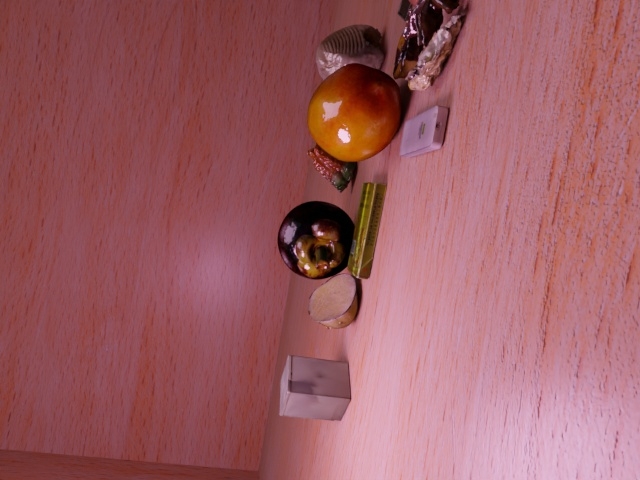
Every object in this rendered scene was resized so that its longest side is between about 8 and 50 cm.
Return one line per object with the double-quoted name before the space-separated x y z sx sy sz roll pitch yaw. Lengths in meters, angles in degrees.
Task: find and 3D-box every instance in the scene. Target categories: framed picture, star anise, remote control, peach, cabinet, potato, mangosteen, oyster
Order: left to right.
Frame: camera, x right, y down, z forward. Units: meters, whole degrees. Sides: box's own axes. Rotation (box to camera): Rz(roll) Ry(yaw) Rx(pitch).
"cabinet" -0.020 0.491 1.698 0.145 0.206 0.150 -92 14 -49
"mangosteen" -0.008 -0.010 1.846 0.313 0.297 0.296 105 171 -67
"potato" 0.063 0.226 1.750 0.117 0.182 0.202 54 -152 -33
"peach" 0.110 -0.396 1.579 0.332 0.308 0.307 155 124 -67
"framed picture" 0.290 -0.802 1.715 0.149 0.011 0.109 -96 17 -56
"remote control" 0.258 -0.273 1.311 0.250 0.034 0.103 -163 83 -81
"oyster" 0.285 -0.453 1.259 0.209 0.072 0.133 -54 14 24
"star anise" 0.288 -0.598 1.243 0.288 0.088 0.288 -53 22 33

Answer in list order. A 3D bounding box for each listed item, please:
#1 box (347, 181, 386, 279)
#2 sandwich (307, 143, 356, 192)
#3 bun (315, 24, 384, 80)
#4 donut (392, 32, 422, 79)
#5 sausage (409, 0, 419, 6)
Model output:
"box" 0.150 -0.037 1.700 0.173 0.043 0.311 -146 66 -80
"sandwich" 0.059 -0.366 2.146 0.109 0.212 0.292 -47 18 48
"bun" 0.119 -0.689 1.997 0.204 0.282 0.281 73 -168 -45
"donut" 0.257 -0.543 1.511 0.140 0.059 0.140 -172 90 -81
"sausage" 0.282 -0.815 1.567 0.087 0.088 0.433 109 167 -45
